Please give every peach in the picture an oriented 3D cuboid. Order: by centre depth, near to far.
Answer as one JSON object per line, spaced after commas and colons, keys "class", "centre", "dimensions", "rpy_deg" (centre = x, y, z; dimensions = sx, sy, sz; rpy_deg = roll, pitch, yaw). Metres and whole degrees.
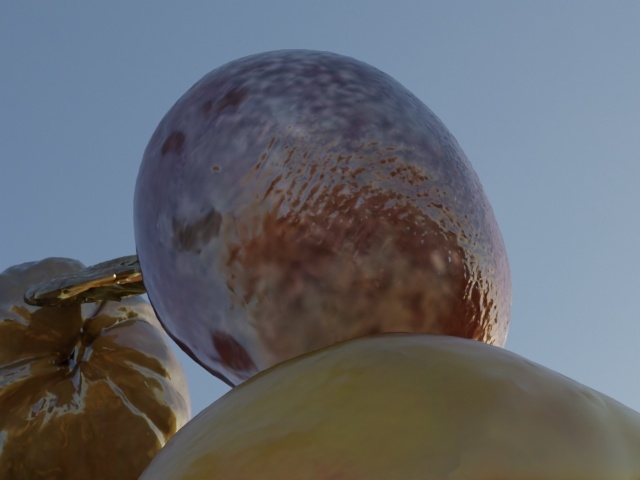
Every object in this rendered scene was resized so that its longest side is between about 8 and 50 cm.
{"class": "peach", "centre": [0.026, 0.199, 0.460], "dimensions": [0.289, 0.289, 0.308], "rpy_deg": [7, -41, -26]}

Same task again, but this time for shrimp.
{"class": "shrimp", "centre": [-0.189, 0.037, 1.284], "dimensions": [0.190, 0.101, 0.042], "rpy_deg": [-13, -90, -4]}

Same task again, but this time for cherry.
{"class": "cherry", "centre": [0.000, 0.000, 0.814], "dimensions": [0.236, 0.285, 0.213], "rpy_deg": [30, -88, -34]}

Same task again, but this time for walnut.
{"class": "walnut", "centre": [-0.267, 0.178, 1.406], "dimensions": [0.285, 0.296, 0.285], "rpy_deg": [-41, -18, -16]}
